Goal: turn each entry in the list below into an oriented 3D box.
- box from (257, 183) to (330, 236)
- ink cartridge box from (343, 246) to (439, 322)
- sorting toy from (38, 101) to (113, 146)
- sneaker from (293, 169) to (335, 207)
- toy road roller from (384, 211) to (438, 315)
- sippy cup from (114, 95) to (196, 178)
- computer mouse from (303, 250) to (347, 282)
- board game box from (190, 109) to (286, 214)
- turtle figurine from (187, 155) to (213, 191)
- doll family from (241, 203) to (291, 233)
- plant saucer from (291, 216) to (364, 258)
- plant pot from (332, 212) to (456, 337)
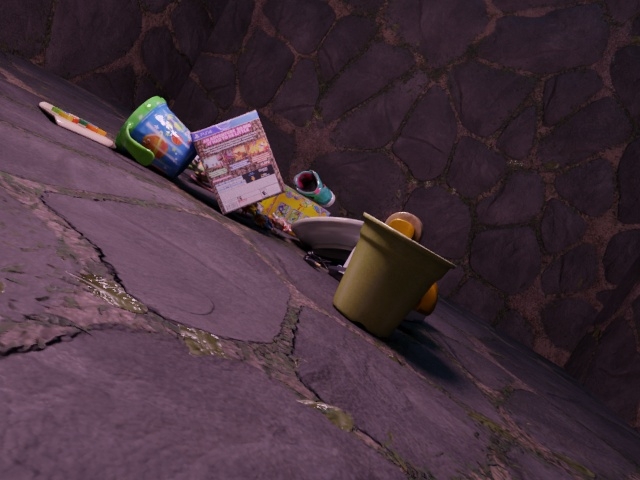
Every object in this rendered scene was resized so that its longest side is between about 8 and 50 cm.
[{"bbox_3d":[-0.160,-0.155,2.089,0.279,0.177,0.290,27,7,-34],"label":"box"},{"bbox_3d":[0.258,0.166,1.699,0.307,0.129,0.223,35,7,32],"label":"ink cartridge box"},{"bbox_3d":[-0.817,-0.396,1.518,0.208,0.038,0.193,36,7,38],"label":"sorting toy"},{"bbox_3d":[-0.071,-0.279,2.200,0.296,0.123,0.178,37,-2,40],"label":"sneaker"},{"bbox_3d":[0.277,0.093,1.420,0.241,0.329,0.202,25,8,14],"label":"toy road roller"},{"bbox_3d":[-0.560,-0.349,1.609,0.224,0.305,0.240,40,-31,-13],"label":"sippy cup"},{"bbox_3d":[0.062,0.105,1.581,0.262,0.060,0.184,35,6,38],"label":"computer mouse"},{"bbox_3d":[-0.279,-0.269,1.568,0.141,0.232,0.290,-127,-163,-76],"label":"board game box"},{"bbox_3d":[-0.486,-0.350,1.842,0.267,0.197,0.274,15,-33,4],"label":"turtle figurine"},{"bbox_3d":[-0.231,-0.102,1.754,0.263,0.118,0.163,50,2,8],"label":"doll family"},{"bbox_3d":[0.074,0.007,1.839,0.401,0.100,0.400,6,-13,1],"label":"plant saucer"},{"bbox_3d":[0.170,0.103,1.191,0.276,0.253,0.276,30,5,-3],"label":"plant pot"}]
